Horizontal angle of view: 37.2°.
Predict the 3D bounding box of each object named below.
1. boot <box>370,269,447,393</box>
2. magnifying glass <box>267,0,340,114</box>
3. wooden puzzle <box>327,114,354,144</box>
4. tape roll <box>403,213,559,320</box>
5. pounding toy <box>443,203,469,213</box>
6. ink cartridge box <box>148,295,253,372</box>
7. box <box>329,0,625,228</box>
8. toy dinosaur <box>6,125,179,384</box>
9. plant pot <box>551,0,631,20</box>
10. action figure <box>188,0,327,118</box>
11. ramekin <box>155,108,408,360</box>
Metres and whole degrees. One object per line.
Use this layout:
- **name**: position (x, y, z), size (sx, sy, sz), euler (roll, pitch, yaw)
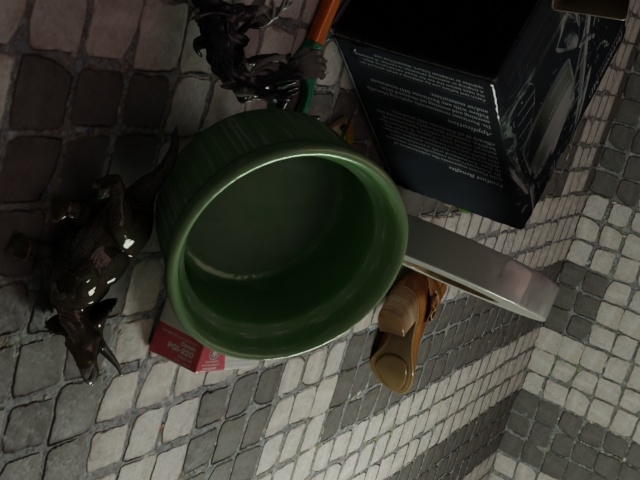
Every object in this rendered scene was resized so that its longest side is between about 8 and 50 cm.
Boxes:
- **boot**: position (0.201, 0.183, 2.107), size (0.220, 0.109, 0.284), euler (-48, 141, -41)
- **magnifying glass**: position (-0.018, -0.269, 1.407), size (0.092, 0.026, 0.231), euler (17, 95, -63)
- **wooden puzzle**: position (0.025, -0.164, 1.581), size (0.116, 0.014, 0.079), euler (-44, 145, -38)
- **tape roll**: position (0.240, 0.040, 1.722), size (0.072, 0.392, 0.392), euler (-66, 154, -1)
- **pounding toy**: position (0.266, -0.155, 1.971), size (0.237, 0.110, 0.183), euler (-113, -147, -86)
- **ink cartridge box**: position (-0.138, 0.073, 1.378), size (0.158, 0.092, 0.218), euler (8, 101, -63)
- **box**: position (0.300, -0.360, 1.636), size (0.480, 0.297, 0.472), euler (-59, 154, -15)
- **toy dinosaur**: position (-0.258, 0.003, 1.109), size (0.160, 0.120, 0.314), euler (56, 55, -73)
- **plant pot**: position (0.404, -0.391, 1.374), size (0.096, 0.108, 0.109), euler (-50, 148, -52)
- **action figure**: position (-0.075, -0.236, 1.184), size (0.140, 0.164, 0.276), euler (-25, 155, 4)
- **ramekin**: position (-0.058, -0.015, 1.177), size (0.303, 0.148, 0.304), euler (-13, 127, -17)
